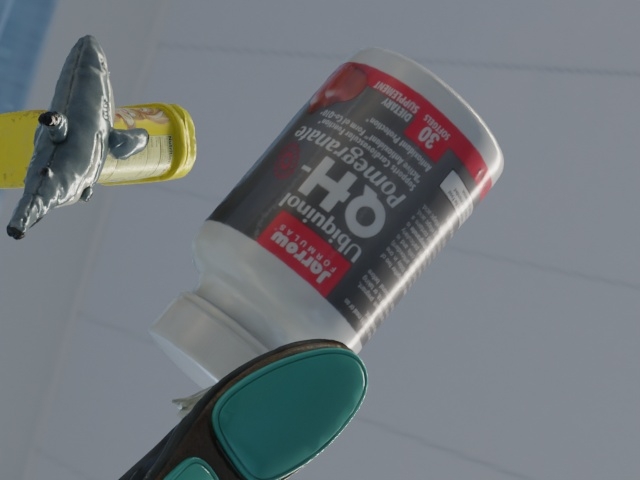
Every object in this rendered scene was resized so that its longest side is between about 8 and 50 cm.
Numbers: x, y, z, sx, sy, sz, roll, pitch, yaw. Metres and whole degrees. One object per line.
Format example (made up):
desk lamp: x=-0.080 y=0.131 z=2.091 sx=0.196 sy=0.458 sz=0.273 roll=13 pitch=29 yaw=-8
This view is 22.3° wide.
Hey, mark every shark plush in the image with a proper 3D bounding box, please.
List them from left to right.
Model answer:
shark plush: x=-0.171 y=-0.059 z=1.014 sx=0.073 sy=0.067 sz=0.161 roll=16 pitch=-136 yaw=18

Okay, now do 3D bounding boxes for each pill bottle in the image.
pill bottle: x=0.000 y=0.000 z=1.415 sx=0.318 sy=0.176 sz=0.176 roll=-50 pitch=-146 yaw=-13

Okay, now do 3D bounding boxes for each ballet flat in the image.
ballet flat: x=-0.088 y=0.157 z=1.171 sx=0.280 sy=0.095 sz=0.096 roll=-37 pitch=-157 yaw=-33

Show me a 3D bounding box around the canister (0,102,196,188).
canister: x=-0.214 y=-0.085 z=1.472 sx=0.126 sy=0.170 sz=0.073 roll=-3 pitch=-87 yaw=37
